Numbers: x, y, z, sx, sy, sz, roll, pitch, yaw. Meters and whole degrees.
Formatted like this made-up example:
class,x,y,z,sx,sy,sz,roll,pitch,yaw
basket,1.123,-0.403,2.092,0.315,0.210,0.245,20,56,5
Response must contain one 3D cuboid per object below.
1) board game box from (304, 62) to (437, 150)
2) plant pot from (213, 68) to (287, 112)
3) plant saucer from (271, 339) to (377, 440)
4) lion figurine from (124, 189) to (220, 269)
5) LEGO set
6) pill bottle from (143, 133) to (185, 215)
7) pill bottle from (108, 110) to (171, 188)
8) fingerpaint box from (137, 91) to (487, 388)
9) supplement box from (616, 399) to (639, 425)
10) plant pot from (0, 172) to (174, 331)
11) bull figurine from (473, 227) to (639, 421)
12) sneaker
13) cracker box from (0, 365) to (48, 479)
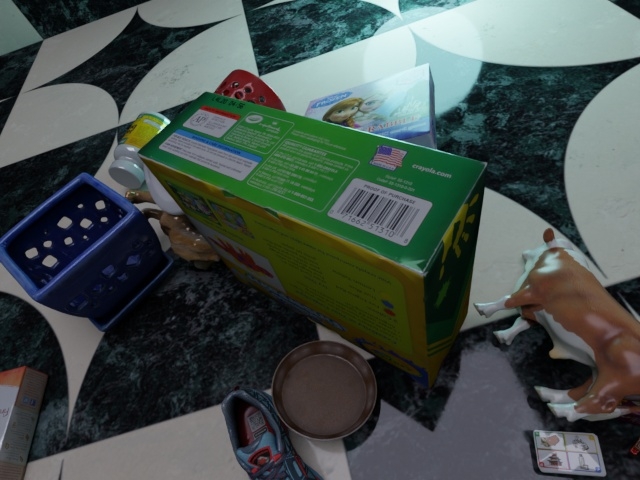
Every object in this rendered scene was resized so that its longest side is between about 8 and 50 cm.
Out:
class,x,y,z,sx,sy,sz,roll,pitch,yaw
board game box,0.098,-0.264,0.916,0.319,0.066,0.318,-10,42,22
plant pot,-0.207,-0.307,1.027,0.191,0.191,0.174,26,68,30
plant saucer,0.006,0.241,0.648,0.169,0.029,0.168,0,44,0
lion figurine,-0.282,-0.116,0.946,0.240,0.142,0.392,7,51,5
LEGO set,0.409,0.336,0.487,0.244,0.060,0.182,-8,56,21
pill bottle,-0.196,-0.146,0.816,0.152,0.152,0.272,23,26,29
pill bottle,-0.495,-0.249,1.113,0.118,0.117,0.208,4,57,19
fingerpaint box,0.000,0.000,0.630,0.445,0.371,0.163,23,64,30
supplement box,0.443,0.222,0.547,0.083,0.043,0.055,10,57,22
plant pot,-0.469,0.035,0.842,0.236,0.212,0.236,29,67,31
bull figurine,0.358,0.116,0.593,0.188,0.101,0.310,-35,35,11
sneaker,-0.076,0.327,0.572,0.104,0.125,0.262,-37,53,-10
cracker box,-0.620,0.368,0.738,0.156,0.067,0.232,-16,53,5
